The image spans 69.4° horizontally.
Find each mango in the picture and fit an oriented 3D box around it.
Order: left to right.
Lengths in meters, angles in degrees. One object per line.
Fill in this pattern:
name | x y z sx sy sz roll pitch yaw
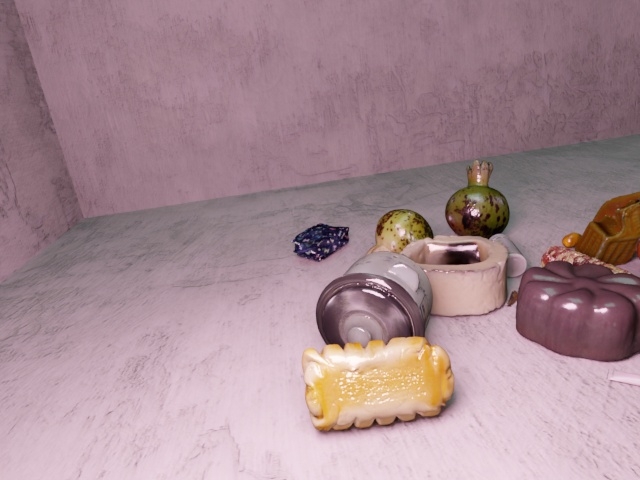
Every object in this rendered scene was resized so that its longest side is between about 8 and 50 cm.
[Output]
mango | 0.890 -0.003 1.630 0.089 0.060 0.046 -17 62 -27

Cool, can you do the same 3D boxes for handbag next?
handbag | 0.000 0.000 1.876 0.161 0.113 0.260 11 26 32

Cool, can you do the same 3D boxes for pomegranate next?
pomegranate | 0.257 0.009 1.626 0.276 0.222 0.204 -24 37 6
pomegranate | 0.619 -0.141 1.785 0.242 0.242 0.306 12 68 42

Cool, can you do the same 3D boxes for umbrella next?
umbrella | 0.560 0.170 1.345 0.031 0.020 0.083 45 43 15

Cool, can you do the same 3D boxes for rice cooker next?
rice cooker | 0.141 0.172 1.145 0.264 0.317 0.316 42 34 5

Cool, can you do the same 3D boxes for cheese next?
cheese | 0.392 0.100 1.405 0.331 0.153 0.292 0 21 16

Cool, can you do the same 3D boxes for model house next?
model house | 0.936 -0.033 1.477 0.239 0.268 0.173 -25 46 -35

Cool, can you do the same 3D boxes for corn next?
corn | 0.788 0.094 1.358 0.098 0.098 0.289 -17 26 -24

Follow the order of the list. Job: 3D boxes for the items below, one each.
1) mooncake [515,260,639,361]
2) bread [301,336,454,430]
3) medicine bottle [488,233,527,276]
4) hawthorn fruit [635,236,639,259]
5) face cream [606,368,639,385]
mooncake | 0.646 0.161 1.150 0.305 0.154 0.306 -4 20 2
bread | 0.120 0.295 0.967 0.310 0.173 0.121 -5 -9 -2
medicine bottle | 0.622 0.048 1.550 0.085 0.086 0.183 -5 20 8
hawthorn fruit | 1.022 0.031 1.336 0.172 0.173 0.173 -7 20 3
face cream | 0.666 0.293 0.968 0.115 0.020 0.038 4 24 37
